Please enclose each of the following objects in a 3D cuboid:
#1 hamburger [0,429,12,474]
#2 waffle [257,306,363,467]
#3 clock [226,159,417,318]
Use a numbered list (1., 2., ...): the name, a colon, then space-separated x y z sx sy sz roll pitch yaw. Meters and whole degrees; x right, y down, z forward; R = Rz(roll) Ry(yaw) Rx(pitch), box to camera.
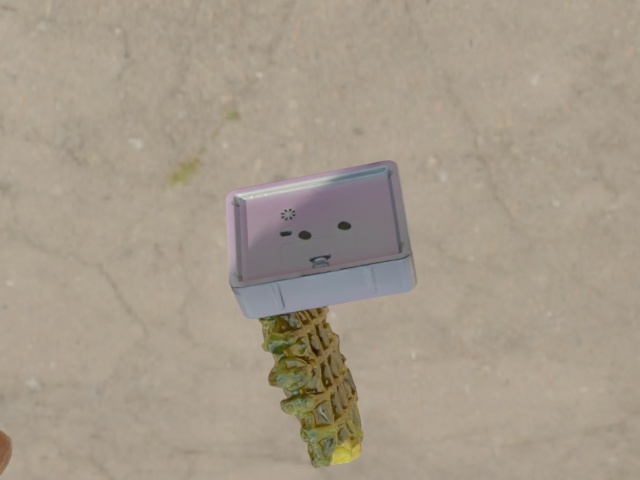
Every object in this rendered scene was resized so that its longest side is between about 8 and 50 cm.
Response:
1. hamburger: -0.560 0.281 1.525 0.329 0.250 0.330 19 164 6
2. waffle: -0.010 0.168 1.522 0.057 0.229 0.219 -20 -179 12
3. clock: 0.000 0.000 1.387 0.197 0.150 0.063 -11 139 5
